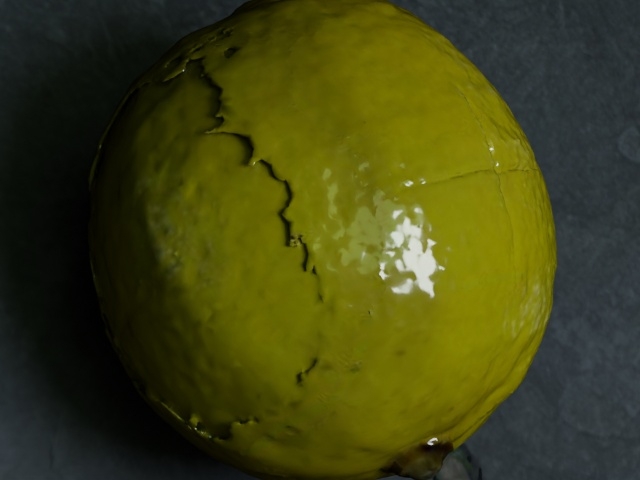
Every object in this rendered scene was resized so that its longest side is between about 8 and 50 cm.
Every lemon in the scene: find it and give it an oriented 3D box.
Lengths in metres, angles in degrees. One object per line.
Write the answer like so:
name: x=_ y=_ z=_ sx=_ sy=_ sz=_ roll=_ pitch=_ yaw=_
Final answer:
lemon: x=-0.001 y=0.000 z=0.989 sx=0.297 sy=0.297 sz=0.297 roll=10 pitch=70 yaw=-29
